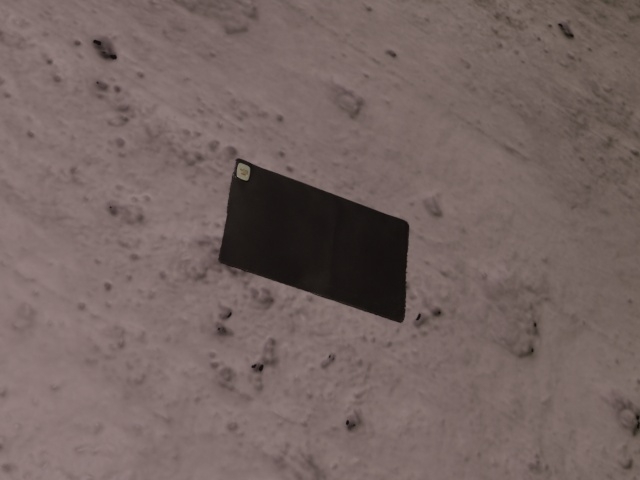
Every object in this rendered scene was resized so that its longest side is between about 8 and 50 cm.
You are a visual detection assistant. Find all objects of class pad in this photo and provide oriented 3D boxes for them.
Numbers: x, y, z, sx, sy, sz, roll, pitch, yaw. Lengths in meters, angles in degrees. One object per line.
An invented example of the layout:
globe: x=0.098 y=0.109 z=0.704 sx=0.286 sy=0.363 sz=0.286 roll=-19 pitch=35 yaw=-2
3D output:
pad: x=0.000 y=0.000 z=0.953 sx=0.193 sy=0.004 sz=0.116 roll=20 pitch=56 yaw=-21
